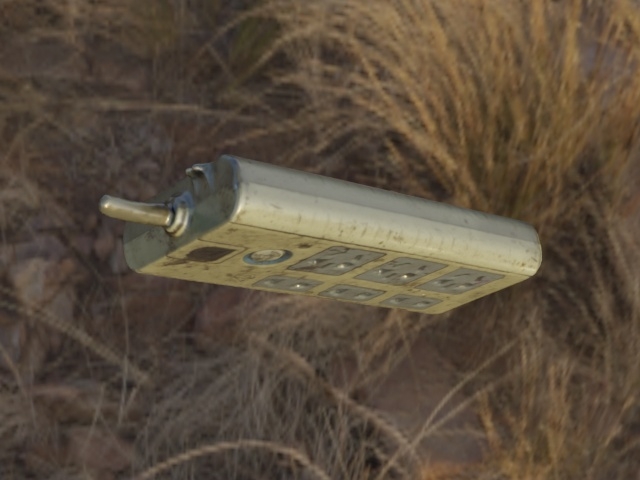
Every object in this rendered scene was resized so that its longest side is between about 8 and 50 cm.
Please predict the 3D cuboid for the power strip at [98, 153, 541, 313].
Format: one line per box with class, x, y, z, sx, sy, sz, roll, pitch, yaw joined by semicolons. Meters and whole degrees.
power strip;0.000;0.000;0.680;0.268;0.092;0.034;10;65;-42
